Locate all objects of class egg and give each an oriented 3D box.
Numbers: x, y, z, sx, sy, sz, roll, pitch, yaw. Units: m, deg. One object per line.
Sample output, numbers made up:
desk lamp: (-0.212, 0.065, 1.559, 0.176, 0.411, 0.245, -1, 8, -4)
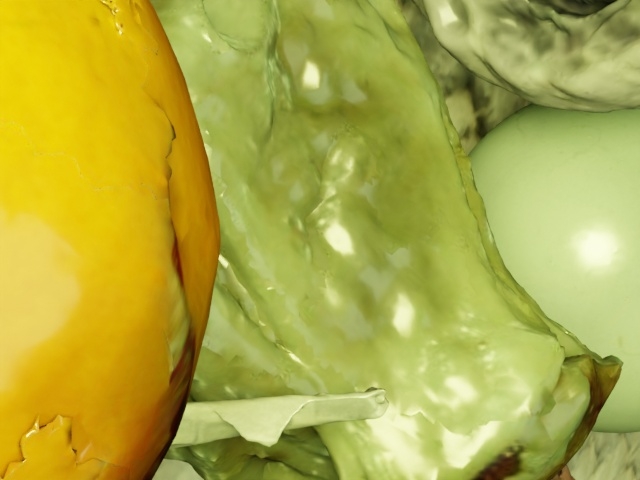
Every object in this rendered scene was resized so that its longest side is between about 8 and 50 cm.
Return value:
egg: (0.162, 0.012, 1.054, 0.264, 0.183, 0.182, 12, 95, -65)

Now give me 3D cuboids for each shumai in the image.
shumai: (0.000, 0.000, 0.782, 0.225, 0.222, 0.260, -57, 140, -19)

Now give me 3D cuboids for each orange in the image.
orange: (-0.147, -0.003, 0.545, 0.246, 0.246, 0.246, -29, 127, -47)

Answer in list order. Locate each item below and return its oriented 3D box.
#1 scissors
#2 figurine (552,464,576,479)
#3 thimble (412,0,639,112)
scissors: (-0.079, 0.073, 0.723, 0.021, 0.212, 0.110, -83, 162, -45)
figurine: (0.086, 0.149, 1.071, 0.114, 0.126, 0.157, 7, 99, -13)
thimble: (0.139, -0.182, 0.901, 0.157, 0.217, 0.245, -16, 104, -53)
